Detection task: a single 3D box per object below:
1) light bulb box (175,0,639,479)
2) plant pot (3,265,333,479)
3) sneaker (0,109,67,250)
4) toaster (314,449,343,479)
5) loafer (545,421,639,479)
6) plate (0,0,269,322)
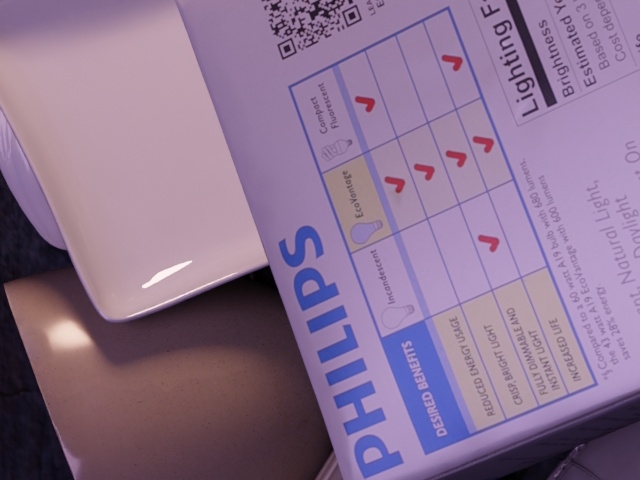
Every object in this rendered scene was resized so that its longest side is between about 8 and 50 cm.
[{"bbox_3d":[0.156,-0.063,1.198,0.361,0.225,0.358,-25,76,22],"label":"light bulb box"},{"bbox_3d":[-0.095,0.132,1.415,0.190,0.284,0.284,-21,81,-8],"label":"plant pot"},{"bbox_3d":[-0.175,-0.141,1.506,0.152,0.114,0.305,6,95,30],"label":"sneaker"},{"bbox_3d":[0.036,0.238,1.343,0.129,0.146,0.227,22,133,16],"label":"toaster"},{"bbox_3d":[0.191,0.210,1.321,0.112,0.111,0.319,37,109,23],"label":"loafer"},{"bbox_3d":[-0.091,-0.088,1.398,0.277,0.278,0.045,60,155,21],"label":"plate"}]
